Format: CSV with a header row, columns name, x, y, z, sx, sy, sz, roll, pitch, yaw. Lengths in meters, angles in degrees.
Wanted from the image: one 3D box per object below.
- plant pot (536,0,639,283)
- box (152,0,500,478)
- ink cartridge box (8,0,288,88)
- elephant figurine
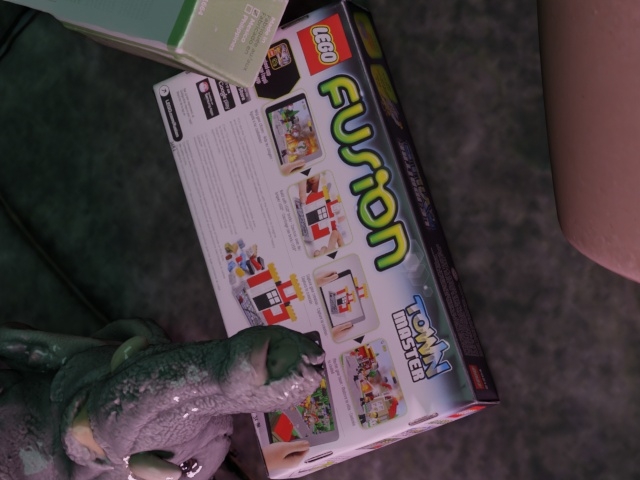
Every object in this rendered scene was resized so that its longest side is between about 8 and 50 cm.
name,x,y,z,sx,sy,sz,roll,pitch,yaw
plant pot,0.184,-0.099,0.681,0.263,0.263,0.229,13,108,25
box,0.000,0.000,0.849,0.114,0.036,0.207,-22,77,21
ink cartridge box,-0.090,-0.183,0.893,0.235,0.056,0.171,21,89,49
elephant figurine,-0.113,0.100,0.836,0.239,0.186,0.169,-11,117,-2
